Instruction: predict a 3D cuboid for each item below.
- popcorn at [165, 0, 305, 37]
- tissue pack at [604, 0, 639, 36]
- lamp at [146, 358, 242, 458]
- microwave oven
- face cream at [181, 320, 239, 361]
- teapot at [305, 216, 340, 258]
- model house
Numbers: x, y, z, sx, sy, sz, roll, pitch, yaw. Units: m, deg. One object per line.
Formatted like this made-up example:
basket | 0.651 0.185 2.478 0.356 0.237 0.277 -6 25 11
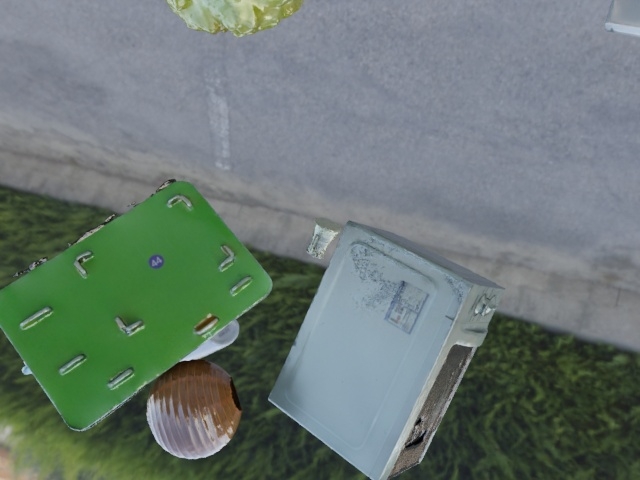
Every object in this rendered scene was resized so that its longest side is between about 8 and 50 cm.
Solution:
popcorn | -0.084 -0.353 0.684 0.254 0.195 0.256 12 133 -33
tissue pack | 0.559 -0.419 0.900 0.159 0.246 0.136 -3 -156 -29
lamp | -0.178 0.236 0.854 0.136 0.136 0.136 19 162 6
microwave oven | 0.101 0.152 0.891 0.237 0.295 0.181 29 -171 32
face cream | -0.225 0.198 1.199 0.057 0.084 0.198 57 146 2
teapot | 0.000 0.000 1.235 0.057 0.083 0.067 33 -152 19
model house | -0.281 0.138 0.964 0.242 0.357 0.313 46 158 15
